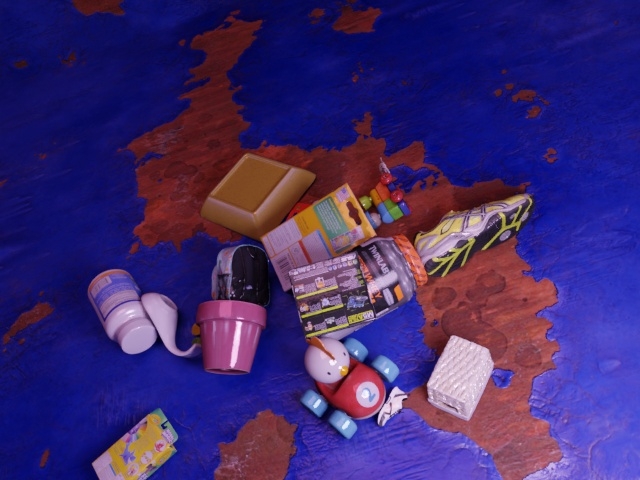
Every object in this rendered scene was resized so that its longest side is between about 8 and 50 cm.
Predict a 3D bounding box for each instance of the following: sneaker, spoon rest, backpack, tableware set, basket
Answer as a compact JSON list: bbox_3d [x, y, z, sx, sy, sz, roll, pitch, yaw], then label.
[{"bbox_3d":[0.444,-0.049,1.595,0.384,0.145,0.147,-27,50,-5],"label":"sneaker"},{"bbox_3d":[0.181,0.424,1.382,0.043,0.040,0.109,28,70,21],"label":"sneaker"},{"bbox_3d":[-0.459,0.258,1.668,0.084,0.137,0.276,-48,58,1],"label":"spoon rest"},{"bbox_3d":[-0.241,0.107,1.657,0.144,0.165,0.189,-1,83,46],"label":"backpack"},{"bbox_3d":[-0.350,0.259,1.696,0.103,0.024,0.154,-13,52,20],"label":"tableware set"},{"bbox_3d":[0.345,0.335,1.355,0.113,0.103,0.167,19,62,30],"label":"basket"}]

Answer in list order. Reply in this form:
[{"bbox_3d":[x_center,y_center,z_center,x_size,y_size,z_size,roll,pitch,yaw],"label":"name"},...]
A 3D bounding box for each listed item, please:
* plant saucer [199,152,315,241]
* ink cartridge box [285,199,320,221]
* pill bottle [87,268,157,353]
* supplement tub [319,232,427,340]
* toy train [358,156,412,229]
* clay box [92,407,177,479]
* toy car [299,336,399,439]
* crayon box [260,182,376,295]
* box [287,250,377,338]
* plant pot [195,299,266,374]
[{"bbox_3d":[-0.238,-0.185,1.960,0.332,0.081,0.333,21,62,32],"label":"plant saucer"},{"bbox_3d":[-0.036,-0.078,1.839,0.179,0.045,0.146,10,57,22],"label":"ink cartridge box"},{"bbox_3d":[-0.617,0.225,1.726,0.152,0.152,0.272,-37,52,-12],"label":"pill bottle"},{"bbox_3d":[0.111,0.126,1.526,0.337,0.207,0.207,-29,50,-4],"label":"supplement tub"},{"bbox_3d":[0.186,-0.155,1.798,0.143,0.105,0.248,-32,49,10],"label":"toy train"},{"bbox_3d":[-0.489,0.575,1.477,0.222,0.053,0.127,-39,52,-15],"label":"clay box"},{"bbox_3d":[0.043,0.324,1.365,0.210,0.238,0.219,24,64,42],"label":"toy car"},{"bbox_3d":[0.000,0.000,1.664,0.322,0.083,0.203,-32,64,11],"label":"crayon box"},{"bbox_3d":[0.029,0.139,1.399,0.190,0.045,0.184,-16,78,-2],"label":"box"},{"bbox_3d":[-0.256,0.280,1.552,0.201,0.201,0.180,-5,68,15],"label":"plant pot"}]
